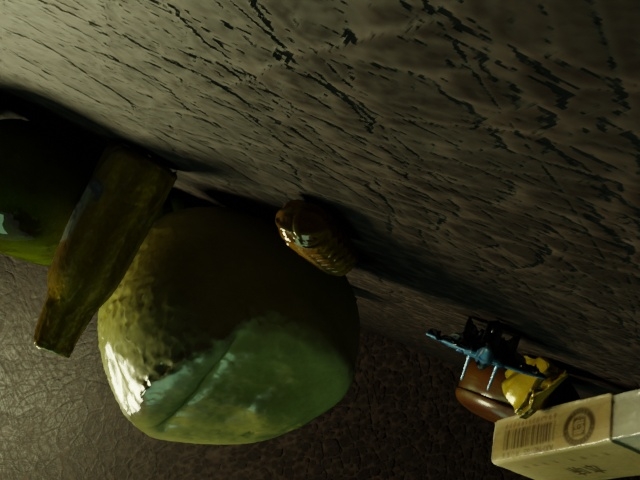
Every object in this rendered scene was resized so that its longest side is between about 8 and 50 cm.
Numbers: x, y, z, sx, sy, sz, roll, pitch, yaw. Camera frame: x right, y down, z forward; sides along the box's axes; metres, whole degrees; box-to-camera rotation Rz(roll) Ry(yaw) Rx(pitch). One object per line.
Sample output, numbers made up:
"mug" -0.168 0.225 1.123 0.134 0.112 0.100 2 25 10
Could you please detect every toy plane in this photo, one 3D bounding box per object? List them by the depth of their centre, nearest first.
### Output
"toy plane" 0.216 0.140 1.007 0.169 0.078 0.246 20 166 15

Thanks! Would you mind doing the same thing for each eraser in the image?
"eraser" 0.420 0.308 1.187 0.144 0.078 0.343 24 151 -16

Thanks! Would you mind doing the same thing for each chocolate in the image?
"chocolate" -0.221 0.013 0.774 0.086 0.219 0.085 23 177 1

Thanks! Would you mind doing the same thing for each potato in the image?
"potato" -0.320 -0.053 0.848 0.186 0.148 0.253 19 170 -1

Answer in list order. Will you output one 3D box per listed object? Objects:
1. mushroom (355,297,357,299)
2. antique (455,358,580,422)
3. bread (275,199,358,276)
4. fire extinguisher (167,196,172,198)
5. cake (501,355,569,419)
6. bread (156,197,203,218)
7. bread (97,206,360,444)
"mushroom" -0.045 0.142 1.434 0.236 0.173 0.162 15 173 43
"antique" 0.380 0.298 1.475 0.224 0.129 0.278 24 173 -12
"bread" 0.000 0.000 0.712 0.052 0.044 0.157 26 174 17
"fire extinguisher" -0.229 -0.057 1.073 0.173 0.035 0.049 33 -155 -58
"cake" 0.353 0.208 1.261 0.080 0.116 0.185 41 -151 16
"bread" -0.214 -0.010 1.026 0.139 0.071 0.130 -5 158 -1
"bread" -0.113 0.104 0.929 0.321 0.237 0.320 -3 151 -2
